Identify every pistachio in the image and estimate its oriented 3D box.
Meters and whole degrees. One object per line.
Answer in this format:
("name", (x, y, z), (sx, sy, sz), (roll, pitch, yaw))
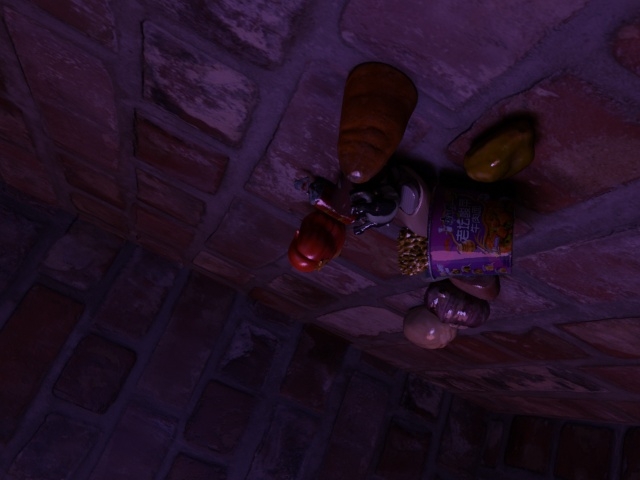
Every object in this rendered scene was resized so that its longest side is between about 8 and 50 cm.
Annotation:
("pistachio", (0.464, 0.368, 2.104), (0.188, 0.187, 0.299), (29, 163, -16))
("pistachio", (0.370, -0.173, 1.020), (0.100, 0.110, 0.189), (57, 154, 0))

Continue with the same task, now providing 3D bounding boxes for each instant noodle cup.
("instant noodle cup", (0.379, -0.019, 1.214), (0.190, 0.251, 0.251), (3, 152, 22))

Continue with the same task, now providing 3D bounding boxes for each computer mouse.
("computer mouse", (0.237, -0.096, 1.287), (0.145, 0.082, 0.236), (56, 180, 35))

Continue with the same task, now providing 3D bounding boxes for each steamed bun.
("steamed bun", (0.492, 0.115, 1.574), (0.175, 0.106, 0.145), (22, 168, 39))

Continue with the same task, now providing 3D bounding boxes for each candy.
("candy", (0.045, -0.115, 1.488), (0.292, 0.086, 0.059), (29, 149, -18))

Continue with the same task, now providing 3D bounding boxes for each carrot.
("carrot", (0.094, -0.225, 1.016), (0.159, 0.224, 0.159), (20, 163, 6))

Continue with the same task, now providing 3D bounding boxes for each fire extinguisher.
("fire extinguisher", (0.098, -0.183, 1.277), (0.138, 0.102, 0.344), (55, 160, 10))

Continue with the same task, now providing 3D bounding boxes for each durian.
("durian", (0.311, 0.036, 1.559), (0.132, 0.165, 0.182), (0, -163, -32))

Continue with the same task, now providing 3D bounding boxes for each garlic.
("garlic", (0.467, 0.227, 1.708), (0.245, 0.160, 0.245), (17, -162, -6))

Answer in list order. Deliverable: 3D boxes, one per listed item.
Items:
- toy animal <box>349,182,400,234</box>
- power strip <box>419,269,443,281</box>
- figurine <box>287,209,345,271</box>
("toy animal", (0.138, -0.078, 1.251), (0.121, 0.093, 0.225), (-8, 159, 0))
("power strip", (0.409, 0.069, 1.510), (0.048, 0.080, 0.286), (5, 161, -32))
("figurine", (-0.009, -0.002, 1.628), (0.257, 0.208, 0.180), (-50, -65, -86))
